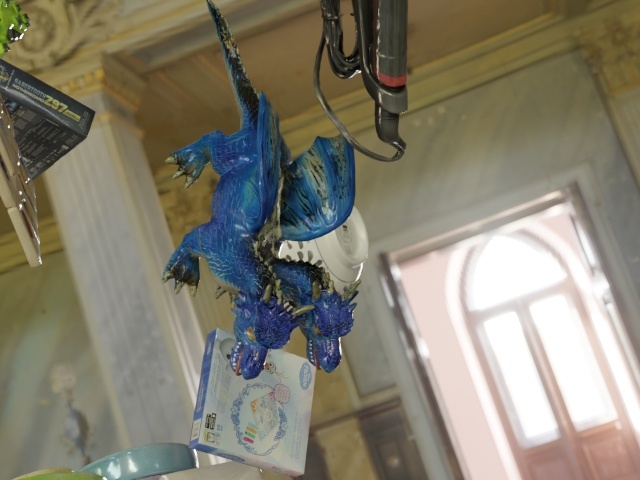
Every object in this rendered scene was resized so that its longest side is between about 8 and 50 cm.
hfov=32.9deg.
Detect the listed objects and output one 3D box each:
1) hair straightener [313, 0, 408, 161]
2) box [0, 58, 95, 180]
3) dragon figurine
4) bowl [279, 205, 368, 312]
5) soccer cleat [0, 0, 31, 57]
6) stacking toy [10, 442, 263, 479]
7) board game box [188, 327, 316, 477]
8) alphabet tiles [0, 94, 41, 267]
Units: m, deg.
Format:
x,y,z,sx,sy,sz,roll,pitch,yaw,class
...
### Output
x,y,z,sx,sy,sz,roll,pitch,yaw,class
0.026,-0.158,0.637,0.047,0.230,0.089,-19,24,-30,hair straightener
-0.506,-0.195,1.794,0.183,0.059,0.232,28,-32,-27,box
-0.032,-0.039,0.714,0.085,0.289,0.144,21,-27,-35,dragon figurine
0.000,0.000,1.179,0.080,0.170,0.170,-18,-10,30,bowl
-0.354,-0.222,1.138,0.072,0.060,0.179,-20,25,6,soccer cleat
-0.220,0.213,0.956,0.309,0.130,0.279,-2,-30,-31,stacking toy
-0.049,0.121,0.806,0.090,0.090,0.020,22,-32,-26,board game box
-0.226,-0.105,0.710,0.009,0.198,0.237,-21,21,-9,alphabet tiles
